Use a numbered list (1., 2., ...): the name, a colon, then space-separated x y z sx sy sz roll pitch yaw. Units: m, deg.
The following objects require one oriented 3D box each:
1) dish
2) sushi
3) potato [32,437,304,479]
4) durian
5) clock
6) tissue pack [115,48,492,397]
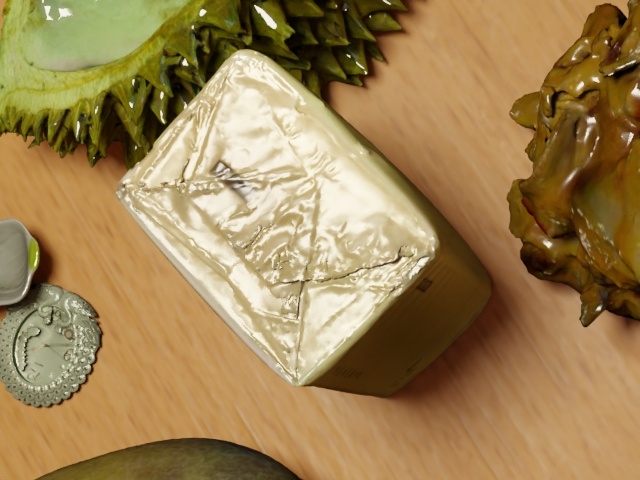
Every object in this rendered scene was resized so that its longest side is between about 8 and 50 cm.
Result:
1. dish: -0.247 0.022 1.192 0.137 0.039 0.091 -7 78 14
2. sushi: 0.214 -0.049 1.004 0.204 0.213 0.200 4 63 2
3. potato: -0.115 0.212 1.081 0.251 0.159 0.174 1 59 4
4. durian: -0.047 -0.191 1.116 0.198 0.163 0.394 37 95 35
5. clock: -0.186 0.072 1.184 0.074 0.010 0.083 21 91 16
6. tissue pack: 0.000 0.000 1.024 0.125 0.234 0.159 -46 75 5
